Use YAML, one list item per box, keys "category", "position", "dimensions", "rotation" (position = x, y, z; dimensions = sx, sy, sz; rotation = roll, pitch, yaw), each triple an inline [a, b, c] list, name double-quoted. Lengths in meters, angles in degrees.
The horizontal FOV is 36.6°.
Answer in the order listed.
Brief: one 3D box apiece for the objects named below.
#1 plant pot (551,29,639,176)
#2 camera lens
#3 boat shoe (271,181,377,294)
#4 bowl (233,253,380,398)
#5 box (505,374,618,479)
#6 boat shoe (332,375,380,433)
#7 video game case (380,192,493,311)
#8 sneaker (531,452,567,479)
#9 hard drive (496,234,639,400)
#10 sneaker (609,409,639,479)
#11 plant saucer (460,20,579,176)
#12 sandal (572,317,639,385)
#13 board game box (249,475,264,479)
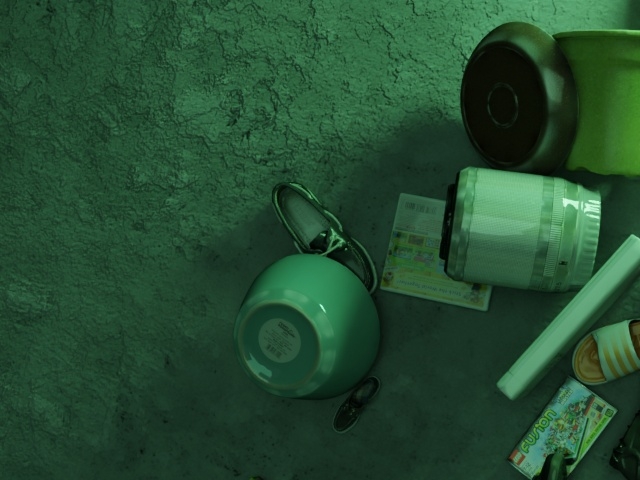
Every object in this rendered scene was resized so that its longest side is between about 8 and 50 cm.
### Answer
- category: "plant pot"
  position: [0.558, -0.248, 1.801]
  dimensions: [0.276, 0.276, 0.253]
  rotation: [7, 96, 19]
- category: "camera lens"
  position: [0.368, -0.019, 1.818]
  dimensions: [0.275, 0.219, 0.219]
  rotation: [7, 85, 8]
- category: "boat shoe"
  position: [0.000, 0.000, 2.025]
  dimensions: [0.114, 0.091, 0.302]
  rotation: [-47, 72, 8]
- category: "bowl"
  position: [-0.051, 0.193, 1.942]
  dimensions: [0.312, 0.163, 0.311]
  rotation: [4, 100, 21]
- category: "box"
  position: [0.461, 0.373, 1.852]
  dimensions: [0.114, 0.036, 0.207]
  rotation: [36, 95, 19]
- category: "boat shoe"
  position: [0.069, 0.336, 1.985]
  dimensions: [0.049, 0.040, 0.142]
  rotation: [38, 95, 19]
- category: "video game case"
  position: [0.251, 0.022, 1.974]
  dimensions: [0.227, 0.026, 0.206]
  rotation: [11, 86, 19]
- category: "sneaker"
  position: [0.384, 0.483, 1.806]
  dimensions: [0.130, 0.087, 0.227]
  rotation: [20, 122, 24]
- category: "hard drive"
  position: [0.469, 0.147, 1.774]
  dimensions: [0.047, 0.233, 0.353]
  rotation: [44, 97, 18]
- category: "sneaker"
  position: [0.597, 0.374, 1.774]
  dimensions: [0.130, 0.109, 0.286]
  rotation: [-2, 80, 24]
- category: "plant saucer"
  position: [0.363, -0.261, 1.855]
  dimensions: [0.311, 0.050, 0.310]
  rotation: [28, 124, 53]
- category: "sandal"
  position: [0.595, 0.188, 1.810]
  dimensions: [0.265, 0.076, 0.101]
  rotation: [-25, 76, 14]
- category: "board game box"
  position: [-0.089, 0.579, 2.004]
  dimensions: [0.181, 0.043, 0.092]
  rotation: [31, 94, 19]
